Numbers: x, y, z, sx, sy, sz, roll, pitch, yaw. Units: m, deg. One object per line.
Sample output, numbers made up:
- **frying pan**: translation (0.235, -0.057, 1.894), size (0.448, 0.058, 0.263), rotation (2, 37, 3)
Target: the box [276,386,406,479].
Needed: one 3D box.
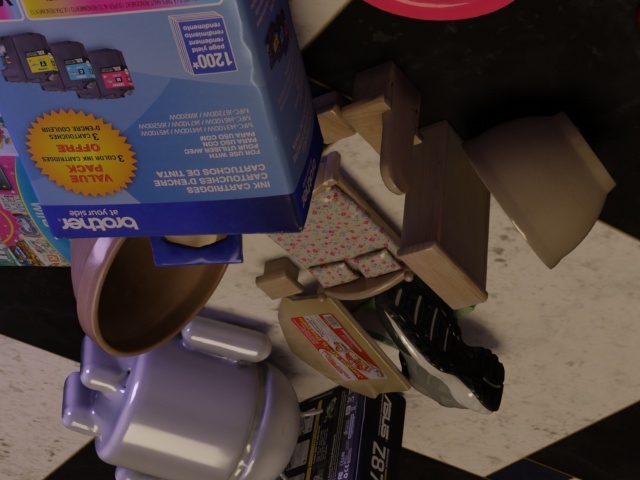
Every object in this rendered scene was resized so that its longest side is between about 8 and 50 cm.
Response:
- **box**: translation (-0.029, 0.426, 1.886), size (0.097, 0.394, 0.318), rotation (32, 138, -31)

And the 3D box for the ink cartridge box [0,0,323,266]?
- **ink cartridge box**: translation (-0.155, -0.145, 1.232), size (0.270, 0.151, 0.395), rotation (-2, 135, 14)

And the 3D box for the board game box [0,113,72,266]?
- **board game box**: translation (-0.437, -0.069, 1.507), size (0.304, 0.097, 0.224), rotation (0, 145, 9)

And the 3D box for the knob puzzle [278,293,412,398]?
- **knob puzzle**: translation (0.020, 0.135, 1.735), size (0.213, 0.030, 0.213), rotation (30, 151, 19)

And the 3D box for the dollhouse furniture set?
- **dollhouse furniture set**: translation (0.000, 0.000, 1.456), size (0.356, 0.173, 0.303), rotation (-17, 139, 30)

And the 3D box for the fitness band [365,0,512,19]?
- **fitness band**: translation (0.095, -0.306, 1.104), size (0.209, 0.054, 0.290), rotation (4, 145, 10)

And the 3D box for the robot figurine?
- **robot figurine**: translation (-0.178, 0.240, 1.815), size (0.354, 0.199, 0.300), rotation (20, 115, -17)

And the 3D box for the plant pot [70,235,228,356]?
- **plant pot**: translation (-0.213, 0.009, 1.513), size (0.110, 0.237, 0.237), rotation (31, 155, 26)

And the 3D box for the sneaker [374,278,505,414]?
- **sneaker**: translation (0.137, 0.146, 1.679), size (0.108, 0.100, 0.271), rotation (-8, 140, 34)

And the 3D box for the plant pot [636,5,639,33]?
- **plant pot**: translation (0.468, -0.099, 1.169), size (0.267, 0.235, 0.267), rotation (-21, 136, 34)

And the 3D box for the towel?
- **towel**: translation (0.117, 0.099, 1.711), size (0.113, 0.023, 0.152), rotation (24, 142, -24)

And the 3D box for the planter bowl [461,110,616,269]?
- **planter bowl**: translation (0.237, -0.066, 1.350), size (0.109, 0.162, 0.162), rotation (-36, 132, 12)
